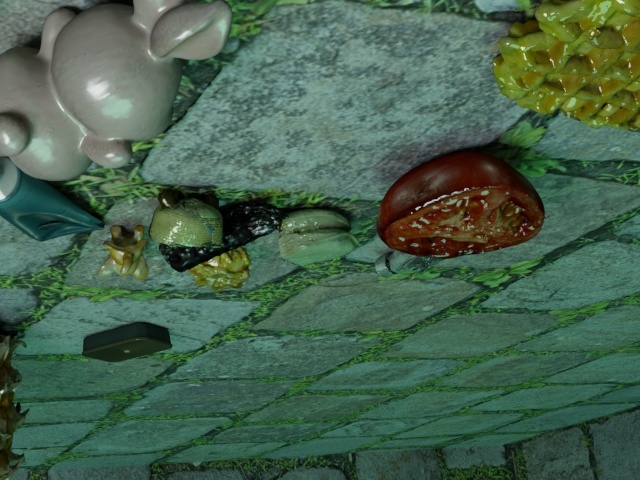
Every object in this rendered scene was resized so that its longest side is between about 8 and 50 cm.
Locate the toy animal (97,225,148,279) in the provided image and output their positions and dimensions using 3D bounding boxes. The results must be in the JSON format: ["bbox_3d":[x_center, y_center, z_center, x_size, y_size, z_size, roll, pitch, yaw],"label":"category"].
[{"bbox_3d":[-0.224,0.024,1.111,0.060,0.081,0.083,-3,140,-19],"label":"toy animal"}]

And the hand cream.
[{"bbox_3d":[-0.290,-0.034,0.973,0.083,0.048,0.224,-12,165,4],"label":"hand cream"}]

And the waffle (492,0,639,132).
[{"bbox_3d":[0.281,-0.160,0.808,0.262,0.060,0.280,-11,159,18],"label":"waffle"}]

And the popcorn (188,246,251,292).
[{"bbox_3d":[-0.126,0.030,1.177,0.083,0.057,0.082,-14,158,25],"label":"popcorn"}]

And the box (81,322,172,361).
[{"bbox_3d":[-0.303,0.160,1.510,0.126,0.031,0.091,-17,158,25],"label":"box"}]

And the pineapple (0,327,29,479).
[{"bbox_3d":[-0.578,0.260,1.316,0.352,0.300,0.352,-1,158,0],"label":"pineapple"}]

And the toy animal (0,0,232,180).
[{"bbox_3d":[-0.138,-0.120,0.691,0.212,0.124,0.124,-23,156,20],"label":"toy animal"}]

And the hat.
[{"bbox_3d":[-0.141,-0.022,1.029,0.077,0.059,0.076,10,-170,-18],"label":"hat"}]

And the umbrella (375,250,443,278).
[{"bbox_3d":[0.151,0.013,1.243,0.188,0.046,0.050,-24,115,39],"label":"umbrella"}]

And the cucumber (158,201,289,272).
[{"bbox_3d":[-0.114,-0.006,1.097,0.181,0.053,0.053,-19,157,28],"label":"cucumber"}]

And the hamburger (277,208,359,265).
[{"bbox_3d":[0.000,-0.004,1.145,0.084,0.054,0.121,-16,162,11],"label":"hamburger"}]

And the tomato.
[{"bbox_3d":[0.152,-0.042,1.043,0.166,0.082,0.174,-22,152,25],"label":"tomato"}]
